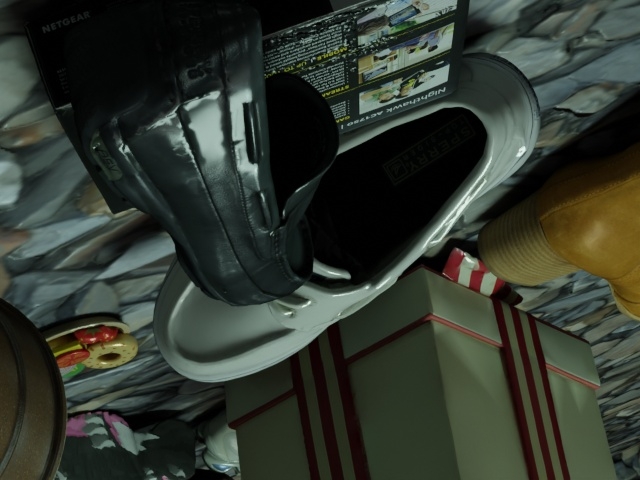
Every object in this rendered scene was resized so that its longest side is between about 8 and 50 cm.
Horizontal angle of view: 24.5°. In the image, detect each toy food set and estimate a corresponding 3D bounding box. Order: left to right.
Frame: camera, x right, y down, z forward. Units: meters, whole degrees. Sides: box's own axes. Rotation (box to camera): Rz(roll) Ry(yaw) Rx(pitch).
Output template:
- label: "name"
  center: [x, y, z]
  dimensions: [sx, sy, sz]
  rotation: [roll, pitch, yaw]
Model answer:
- label: "toy food set"
  center: [-0.165, 0.074, 0.977]
  dimensions: [0.082, 0.020, 0.083]
  rotation: [-21, 163, -2]

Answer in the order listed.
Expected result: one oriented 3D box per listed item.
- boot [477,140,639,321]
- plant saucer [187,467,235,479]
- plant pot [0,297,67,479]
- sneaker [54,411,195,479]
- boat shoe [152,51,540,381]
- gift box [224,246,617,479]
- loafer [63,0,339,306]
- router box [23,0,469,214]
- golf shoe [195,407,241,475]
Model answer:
- label: "boot"
  center: [0.280, -0.014, 1.063]
  dimensions: [0.295, 0.104, 0.211]
  rotation: [3, 162, -36]
- label: "plant saucer"
  center: [-0.154, 0.231, 1.334]
  dimensions: [0.198, 0.036, 0.198]
  rotation: [-1, 179, 0]
- label: "plant pot"
  center: [-0.222, 0.065, 0.681]
  dimensions: [0.167, 0.167, 0.165]
  rotation: [-21, 154, 0]
- label: "sneaker"
  center: [-0.180, 0.186, 1.218]
  dimensions: [0.077, 0.072, 0.178]
  rotation: [-19, 160, 27]
- label: "boat shoe"
  center: [0.000, 0.000, 0.783]
  dimensions: [0.267, 0.096, 0.088]
  rotation: [-32, -178, 26]
- label: "gift box"
  center: [0.079, 0.165, 1.162]
  dimensions: [0.255, 0.258, 0.276]
  rotation: [-29, 141, 29]
- label: "loafer"
  center: [-0.028, -0.028, 0.581]
  dimensions: [0.078, 0.076, 0.223]
  rotation: [-15, 159, 7]
- label: "router box"
  center: [-0.026, -0.079, 0.642]
  dimensions: [0.179, 0.046, 0.133]
  rotation: [-20, 163, -4]
- label: "golf shoe"
  center: [-0.024, 0.169, 1.351]
  dimensions: [0.176, 0.069, 0.086]
  rotation: [-8, 152, -39]
